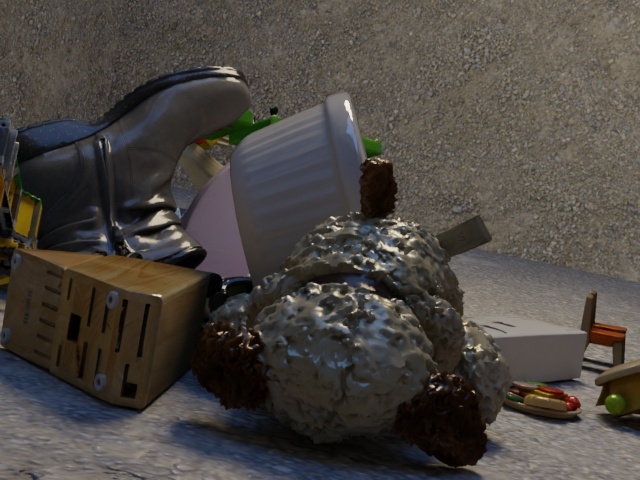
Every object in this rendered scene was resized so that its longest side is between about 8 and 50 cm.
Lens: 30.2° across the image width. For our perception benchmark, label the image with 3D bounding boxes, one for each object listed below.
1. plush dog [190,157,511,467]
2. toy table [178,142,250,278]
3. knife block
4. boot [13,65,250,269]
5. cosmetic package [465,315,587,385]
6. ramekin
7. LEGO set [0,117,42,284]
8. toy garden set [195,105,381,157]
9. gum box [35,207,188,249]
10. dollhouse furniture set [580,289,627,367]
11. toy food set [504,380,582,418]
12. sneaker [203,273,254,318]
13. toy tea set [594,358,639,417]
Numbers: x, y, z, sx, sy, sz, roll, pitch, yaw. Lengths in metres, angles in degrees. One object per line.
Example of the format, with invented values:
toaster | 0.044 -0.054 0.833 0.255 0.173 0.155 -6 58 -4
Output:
plush dog | 0.028 0.071 0.912 0.263 0.210 0.225 11 28 4
toy table | -0.092 -0.027 1.536 0.274 0.252 0.161 -28 11 -24
knife block | -0.138 0.067 1.035 0.242 0.088 0.276 5 6 -41
boot | -0.186 -0.056 1.352 0.338 0.222 0.118 -26 -23 -23
cosmetic package | 0.195 0.119 1.302 0.099 0.060 0.239 14 6 37
ramekin | 0.000 0.000 1.150 0.127 0.272 0.273 -13 3 3
LEGO set | -0.418 0.000 1.101 0.332 0.192 0.255 12 -26 -14
toy garden set | -0.074 -0.146 1.624 0.244 0.049 0.204 10 -11 -33
gum box | -0.303 -0.014 1.701 0.185 0.041 0.157 10 26 10
dollhouse furniture set | 0.474 0.111 1.530 0.262 0.135 0.259 11 5 16
toy food set | 0.212 0.154 1.148 0.083 0.020 0.083 14 6 43
sneaker | -0.074 0.068 1.357 0.170 0.063 0.075 0 9 -38
toy tea set | 0.440 0.163 1.197 0.336 0.124 0.200 1 -20 -43
